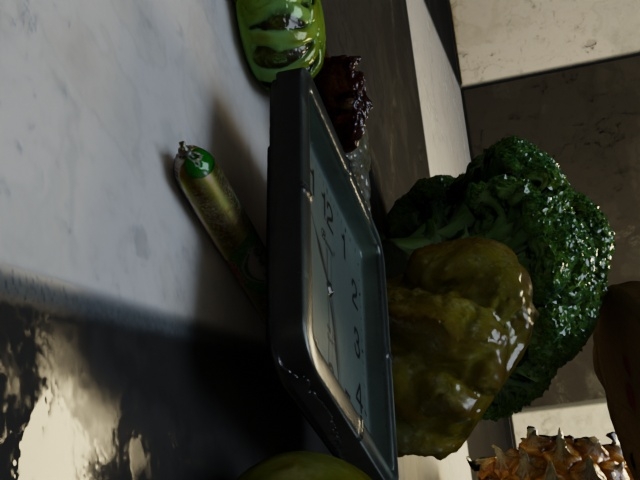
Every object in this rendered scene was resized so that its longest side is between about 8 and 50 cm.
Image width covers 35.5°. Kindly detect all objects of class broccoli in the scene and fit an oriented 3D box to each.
[{"bbox_3d":[0.219,0.053,1.317,0.413,0.310,0.321,34,-27,61],"label":"broccoli"}]

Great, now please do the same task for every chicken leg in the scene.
[{"bbox_3d":[0.000,-0.164,0.979,0.053,0.093,0.205,3,39,-38],"label":"chicken leg"}]

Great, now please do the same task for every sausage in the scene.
[{"bbox_3d":[-0.054,0.016,0.760,0.269,0.033,0.032,64,21,-48],"label":"sausage"}]

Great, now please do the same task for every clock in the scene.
[{"bbox_3d":[0.007,0.042,0.810,0.273,0.049,0.278,63,20,-51],"label":"clock"}]

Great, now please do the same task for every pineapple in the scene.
[{"bbox_3d":[0.354,0.477,1.477,0.300,0.353,0.352,-70,148,-51],"label":"pineapple"}]

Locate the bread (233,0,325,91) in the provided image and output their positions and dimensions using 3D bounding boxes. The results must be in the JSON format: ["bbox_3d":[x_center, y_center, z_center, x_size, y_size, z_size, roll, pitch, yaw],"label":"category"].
[{"bbox_3d":[-0.035,-0.205,0.914,0.130,0.071,0.139,50,33,-72],"label":"bread"}]

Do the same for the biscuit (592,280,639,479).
[{"bbox_3d":[0.437,0.242,1.268,0.359,0.074,0.381,-107,-174,-78],"label":"biscuit"}]

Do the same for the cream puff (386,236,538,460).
[{"bbox_3d":[0.126,0.113,1.057,0.244,0.196,0.244,3,90,-74],"label":"cream puff"}]

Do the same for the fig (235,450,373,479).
[{"bbox_3d":[-0.007,0.204,0.637,0.153,0.121,0.135,-68,150,-66],"label":"fig"}]

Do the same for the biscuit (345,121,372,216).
[{"bbox_3d":[0.037,-0.071,1.151,0.290,0.038,0.141,-74,156,-74],"label":"biscuit"}]
